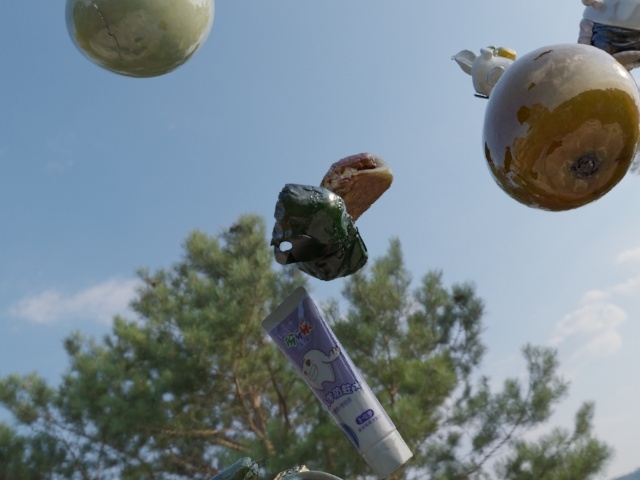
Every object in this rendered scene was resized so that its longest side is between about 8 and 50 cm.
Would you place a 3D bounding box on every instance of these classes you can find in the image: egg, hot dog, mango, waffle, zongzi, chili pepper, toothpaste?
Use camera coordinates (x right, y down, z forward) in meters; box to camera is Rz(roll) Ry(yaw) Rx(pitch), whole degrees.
[{"bbox_3d":[-0.263,-0.338,0.902,0.253,0.186,0.186,-45,-13,-42],"label":"egg"},{"bbox_3d":[0.081,-0.155,1.791,0.153,0.150,0.257,32,-68,-32],"label":"hot dog"},{"bbox_3d":[0.373,-0.185,0.997,0.221,0.378,0.264,2,-72,5],"label":"mango"},{"bbox_3d":[-0.095,0.654,1.604,0.102,0.042,0.148,-29,0,26],"label":"waffle"},{"bbox_3d":[-0.129,0.463,1.107,0.154,0.130,0.062,-34,7,-1],"label":"zongzi"},{"bbox_3d":[-0.002,0.004,1.148,0.148,0.116,0.265,-5,-37,17],"label":"chili pepper"},{"bbox_3d":[0.029,0.266,1.143,0.125,0.371,0.080,-44,-20,21],"label":"toothpaste"}]

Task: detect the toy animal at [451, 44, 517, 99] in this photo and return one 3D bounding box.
[{"bbox_3d":[0.507,-0.493,1.792,0.208,0.325,0.154,11,-72,-16],"label":"toy animal"}]

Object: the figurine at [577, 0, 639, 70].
[{"bbox_3d":[0.777,-0.524,1.418,0.361,0.253,0.211,-22,-77,0],"label":"figurine"}]

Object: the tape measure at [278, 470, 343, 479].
[{"bbox_3d":[-0.009,0.444,0.846,0.246,0.243,0.125,8,-2,28],"label":"tape measure"}]
